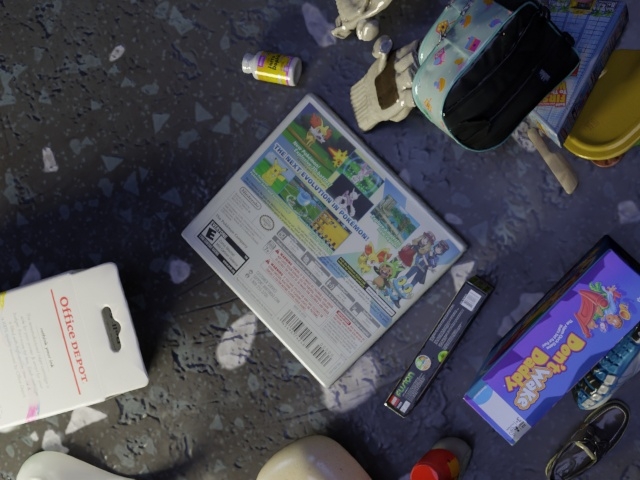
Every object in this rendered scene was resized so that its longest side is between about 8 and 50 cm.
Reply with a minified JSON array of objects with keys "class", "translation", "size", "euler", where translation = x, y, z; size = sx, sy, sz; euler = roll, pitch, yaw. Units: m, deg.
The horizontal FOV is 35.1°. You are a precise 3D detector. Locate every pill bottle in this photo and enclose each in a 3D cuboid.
[{"class":"pill bottle","translation":[-0.073,-0.258,1.505],"size":[0.083,0.043,0.043],"euler":[12,96,14]}]

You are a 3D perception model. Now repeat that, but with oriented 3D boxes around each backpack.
[{"class":"backpack","translation":[0.206,-0.215,1.278],"size":[0.144,0.166,0.188],"euler":[39,97,42]}]

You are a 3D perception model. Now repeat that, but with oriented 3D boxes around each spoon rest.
[{"class":"spoon rest","translation":[-0.376,0.408,1.613],"size":[0.276,0.084,0.137],"euler":[-3,91,29]}]

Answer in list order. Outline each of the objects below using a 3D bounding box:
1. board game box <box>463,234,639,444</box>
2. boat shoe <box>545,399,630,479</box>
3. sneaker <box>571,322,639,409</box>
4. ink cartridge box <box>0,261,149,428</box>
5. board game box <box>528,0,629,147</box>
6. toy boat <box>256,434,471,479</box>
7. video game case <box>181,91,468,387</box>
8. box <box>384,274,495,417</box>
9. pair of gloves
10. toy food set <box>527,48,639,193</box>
[{"class":"board game box","translation":[0.305,0.108,1.262],"size":[0.078,0.347,0.233],"euler":[44,103,9]},{"class":"boat shoe","translation":[0.373,0.287,1.404],"size":[0.056,0.049,0.152],"euler":[40,101,11]},{"class":"sneaker","translation":[0.419,0.163,1.380],"size":[0.191,0.083,0.071],"euler":[-58,33,27]},{"class":"ink cartridge box","translation":[-0.421,0.166,1.582],"size":[0.353,0.119,0.207],"euler":[-16,88,17]},{"class":"board game box","translation":[0.295,-0.231,1.364],"size":[0.194,0.060,0.194],"euler":[12,82,23]},{"class":"toy boat","translation":[0.073,0.382,1.457],"size":[0.318,0.148,0.267],"euler":[-33,79,22]},{"class":"video game case","translation":[0.000,0.000,1.503],"size":[0.329,0.036,0.300],"euler":[46,103,10]},{"class":"box","translation":[0.170,0.147,1.421],"size":[0.036,0.114,0.207],"euler":[34,100,12]},{"class":"pair of gloves","translation":[0.073,-0.280,1.398],"size":[0.042,0.204,0.240],"euler":[-9,90,-26]},{"class":"toy food set","translation":[0.395,-0.164,1.376],"size":[0.218,0.071,0.128],"euler":[-42,58,11]}]
